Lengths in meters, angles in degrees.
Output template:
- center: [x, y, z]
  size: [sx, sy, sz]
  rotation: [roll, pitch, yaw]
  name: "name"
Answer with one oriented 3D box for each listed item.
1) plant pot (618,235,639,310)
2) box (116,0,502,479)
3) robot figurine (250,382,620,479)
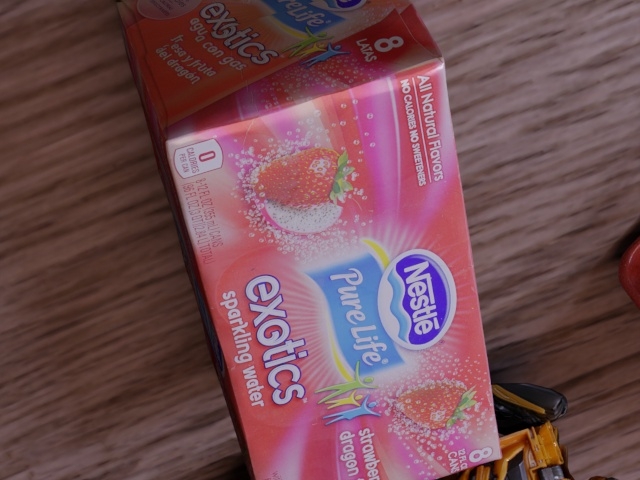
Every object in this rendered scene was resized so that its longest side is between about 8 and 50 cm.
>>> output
- center: [0.399, 0.040, 1.211]
  size: [0.236, 0.267, 0.267]
  rotation: [19, 120, -43]
  name: "plant pot"
- center: [0.000, 0.000, 1.109]
  size: [0.154, 0.142, 0.300]
  rotation: [-16, 130, -6]
  name: "box"
- center: [0.055, 0.208, 1.259]
  size: [0.291, 0.211, 0.085]
  rotation: [-22, 166, 13]
  name: "robot figurine"
